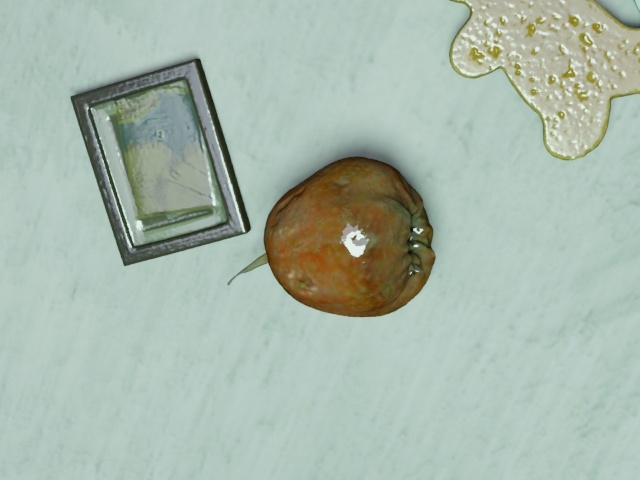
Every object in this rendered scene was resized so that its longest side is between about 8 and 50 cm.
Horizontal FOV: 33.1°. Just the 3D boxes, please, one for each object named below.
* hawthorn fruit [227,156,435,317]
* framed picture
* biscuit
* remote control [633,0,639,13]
[{"bbox_3d":[0.008,-0.006,0.945,0.189,0.149,0.149,9,102,7],"label":"hawthorn fruit"},{"bbox_3d":[-0.150,-0.072,1.015,0.127,0.023,0.169,-15,98,10],"label":"framed picture"},{"bbox_3d":[0.185,-0.193,0.943,0.158,0.035,0.240,-43,93,9],"label":"biscuit"},{"bbox_3d":[0.303,-0.222,0.881,0.104,0.052,0.247,-28,86,49],"label":"remote control"}]
